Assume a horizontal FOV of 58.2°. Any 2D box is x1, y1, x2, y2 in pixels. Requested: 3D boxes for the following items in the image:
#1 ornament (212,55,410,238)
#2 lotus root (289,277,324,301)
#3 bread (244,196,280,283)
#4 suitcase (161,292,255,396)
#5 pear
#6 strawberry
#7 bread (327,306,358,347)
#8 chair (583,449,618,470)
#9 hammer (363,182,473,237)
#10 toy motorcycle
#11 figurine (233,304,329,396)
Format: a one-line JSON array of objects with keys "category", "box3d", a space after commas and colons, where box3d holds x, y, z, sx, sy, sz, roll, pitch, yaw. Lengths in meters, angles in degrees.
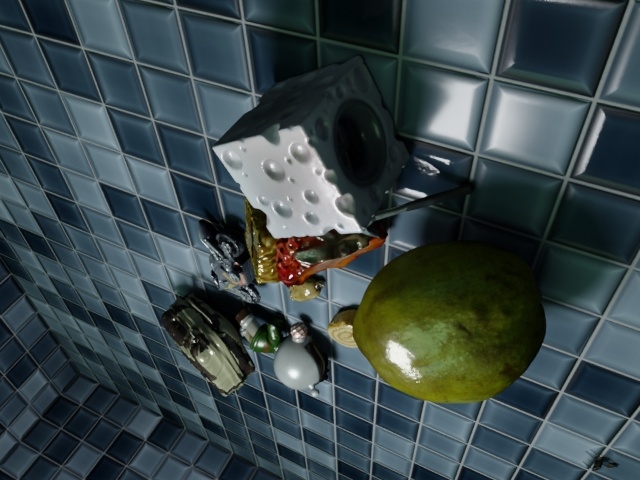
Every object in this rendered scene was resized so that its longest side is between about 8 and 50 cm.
[{"category": "ornament", "box3d": [-0.010, -0.173, 1.126, 0.240, 0.239, 0.240, -3, 130, 42]}, {"category": "lotus root", "box3d": [-0.049, 0.144, 1.667, 0.072, 0.063, 0.152, 37, 141, -21]}, {"category": "bread", "box3d": [-0.137, -0.003, 1.485, 0.222, 0.096, 0.181, 97, 156, -50]}, {"category": "suitcase", "box3d": [-0.395, 0.332, 1.997, 0.351, 0.194, 0.339, 30, 151, 46]}, {"category": "pear", "box3d": [0.272, 0.167, 1.222, 0.413, 0.352, 0.352, -24, 117, 29]}, {"category": "strawberry", "box3d": [0.000, 0.000, 1.359, 0.149, 0.265, 0.336, 64, 163, 8]}, {"category": "bread", "box3d": [0.094, 0.256, 1.681, 0.122, 0.073, 0.149, 40, 146, -17]}, {"category": "chair", "box3d": [0.769, 0.618, 1.585, 0.086, 0.042, 0.037, 31, 148, 5]}, {"category": "hammer", "box3d": [0.190, -0.068, 1.174, 0.246, 0.029, 0.103, -15, 138, 7]}, {"category": "toy motorcycle", "box3d": [-0.272, 0.071, 1.723, 0.173, 0.108, 0.307, 18, 139, 29]}, {"category": "figurine", "box3d": [-0.124, 0.355, 1.884, 0.370, 0.167, 0.281, 36, 140, 13]}]
